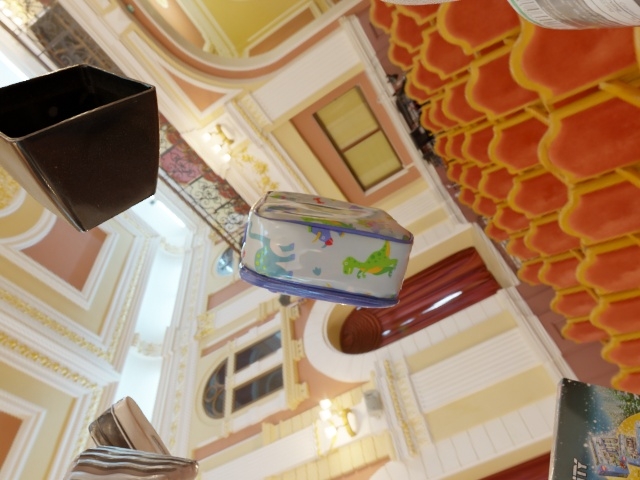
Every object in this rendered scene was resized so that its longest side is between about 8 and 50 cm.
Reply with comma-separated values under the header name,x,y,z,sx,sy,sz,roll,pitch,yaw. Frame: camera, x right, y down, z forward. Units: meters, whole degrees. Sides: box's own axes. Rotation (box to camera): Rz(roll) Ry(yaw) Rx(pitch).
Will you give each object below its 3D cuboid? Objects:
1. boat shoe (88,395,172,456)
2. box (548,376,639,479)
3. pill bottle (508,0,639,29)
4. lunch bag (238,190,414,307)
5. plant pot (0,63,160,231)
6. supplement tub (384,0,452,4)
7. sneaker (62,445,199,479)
name,x,y,z,sx,sy,sz,roll,pitch,yaw
boat shoe,-0.315,0.429,0.769,0.301,0.102,0.108,49,163,18
box,0.290,0.259,0.382,0.044,0.159,0.233,51,-128,-56
pill bottle,0.313,-0.294,0.367,0.204,0.204,0.361,54,-167,-22
lunch bag,0.000,0.000,0.500,0.219,0.176,0.090,-102,24,-77
plant pot,-0.340,-0.127,0.612,0.187,0.188,0.167,26,138,29
supplement tub,0.082,-0.303,0.177,0.228,0.228,0.316,-57,-46,-74
sneaker,-0.173,0.243,0.345,0.281,0.105,0.115,103,176,-77
